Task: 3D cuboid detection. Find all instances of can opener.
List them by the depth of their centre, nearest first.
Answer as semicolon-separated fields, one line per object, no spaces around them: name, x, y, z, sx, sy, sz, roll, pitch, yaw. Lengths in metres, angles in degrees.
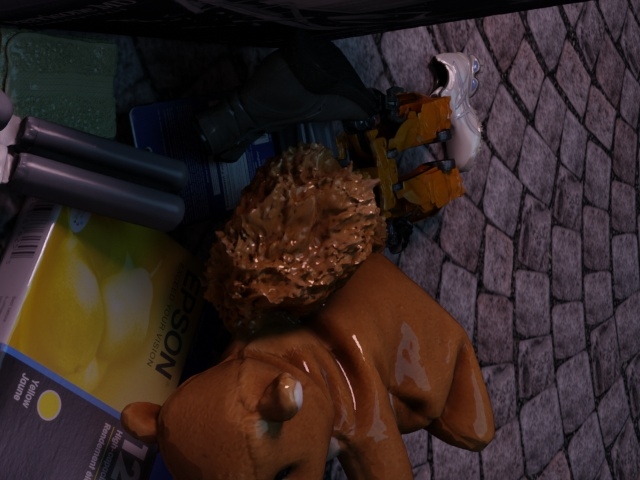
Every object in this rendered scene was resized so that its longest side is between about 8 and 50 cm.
can opener;-0.244;-0.077;1.080;0.280;0.093;0.074;19;62;-26

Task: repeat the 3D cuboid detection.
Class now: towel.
towel;-0.250;-0.145;1.179;0.148;0.027;0.110;-6;99;-54

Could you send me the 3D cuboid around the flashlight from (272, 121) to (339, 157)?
flashlight;0.000;0.000;1.455;0.103;0.103;0.304;-21;106;-51

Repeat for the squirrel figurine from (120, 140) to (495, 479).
squirrel figurine;-0.038;0.106;1.219;0.370;0.281;0.397;-13;95;-60

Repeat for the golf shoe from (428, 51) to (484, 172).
golf shoe;0.185;-0.185;1.771;0.086;0.069;0.176;5;80;-33

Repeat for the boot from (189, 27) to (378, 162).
boot;-0.042;-0.143;1.325;0.083;0.161;0.246;59;15;14

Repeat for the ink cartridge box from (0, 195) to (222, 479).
ink cartridge box;-0.204;0.131;1.194;0.307;0.072;0.304;40;55;-42

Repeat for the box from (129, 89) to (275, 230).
box;-0.130;-0.090;1.337;0.225;0.036;0.136;-19;102;-54

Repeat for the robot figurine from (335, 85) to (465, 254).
robot figurine;0.097;-0.098;1.597;0.291;0.085;0.211;-22;105;-57

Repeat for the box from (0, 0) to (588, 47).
box;-0.007;-0.358;1.152;0.471;0.479;0.298;-5;92;-54
